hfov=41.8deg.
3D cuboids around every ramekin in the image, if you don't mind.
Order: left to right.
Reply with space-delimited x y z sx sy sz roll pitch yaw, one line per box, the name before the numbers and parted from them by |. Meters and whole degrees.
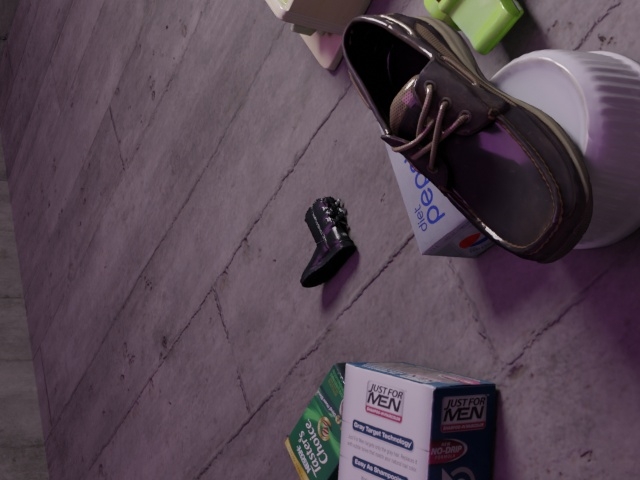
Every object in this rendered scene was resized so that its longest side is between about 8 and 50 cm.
ramekin | 0.241 -0.096 0.853 0.207 0.109 0.207 -8 81 55

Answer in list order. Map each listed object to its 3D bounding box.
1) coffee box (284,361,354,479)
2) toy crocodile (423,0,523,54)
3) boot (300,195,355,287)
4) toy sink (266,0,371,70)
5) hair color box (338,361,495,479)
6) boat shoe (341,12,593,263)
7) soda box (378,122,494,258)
coffee box | 0.017 0.277 1.202 0.184 0.040 0.113 -60 42 32
toy crocodile | 0.149 -0.368 1.021 0.115 0.105 0.340 -46 51 44
boot | -0.001 0.000 1.256 0.121 0.045 0.099 -47 52 34
toy sink | -0.012 -0.395 1.238 0.234 0.131 0.152 -60 41 34
hair color box | 0.106 0.330 1.007 0.174 0.105 0.347 4 90 56
boat shoe | 0.118 -0.107 0.819 0.355 0.130 0.132 57 131 42
soda box | 0.142 -0.125 1.016 0.098 0.091 0.286 -43 53 45
